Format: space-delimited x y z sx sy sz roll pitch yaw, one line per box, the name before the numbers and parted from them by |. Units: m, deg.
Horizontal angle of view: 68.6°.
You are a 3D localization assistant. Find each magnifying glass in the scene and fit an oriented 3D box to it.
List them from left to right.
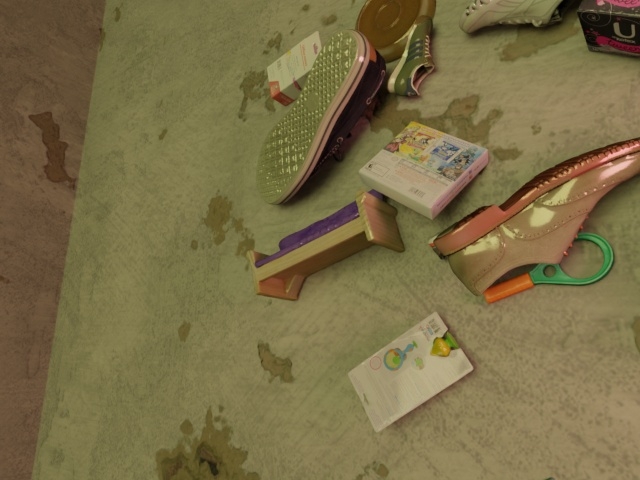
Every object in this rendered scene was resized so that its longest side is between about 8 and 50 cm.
magnifying glass | 0.411 0.060 0.860 0.231 0.026 0.092 -30 62 30

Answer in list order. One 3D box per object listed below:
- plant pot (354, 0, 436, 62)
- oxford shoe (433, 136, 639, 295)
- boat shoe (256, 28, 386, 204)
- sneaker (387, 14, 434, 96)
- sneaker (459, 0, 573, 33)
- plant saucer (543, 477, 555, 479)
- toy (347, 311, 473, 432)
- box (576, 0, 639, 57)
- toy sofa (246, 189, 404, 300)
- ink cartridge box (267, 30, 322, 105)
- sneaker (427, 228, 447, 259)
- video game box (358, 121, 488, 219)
plant pot | 0.179 -0.572 1.203 0.236 0.032 0.237 -12 71 36
oxford shoe | 0.408 -0.043 0.831 0.396 0.140 0.147 -31 88 16
boat shoe | -0.005 -0.285 1.202 0.187 0.156 0.500 54 123 29
sneaker | 0.237 -0.427 1.105 0.086 0.064 0.192 30 98 32
sneaker | 0.418 -0.481 0.949 0.292 0.110 0.118 -10 108 47
plant saucer | 0.335 0.481 0.815 0.192 0.018 0.067 -40 57 25
toy | 0.185 0.271 0.964 0.237 0.056 0.137 -41 53 17
box | 0.587 -0.395 0.764 0.247 0.142 0.163 32 98 39
toy sofa | 0.000 0.000 1.119 0.362 0.150 0.177 -27 64 30
ink cartridge box | -0.057 -0.490 1.345 0.198 0.067 0.115 -23 65 33
sneaker | 0.301 -0.008 0.957 0.157 0.061 0.065 -27 90 31
video game box | 0.217 -0.157 1.006 0.187 0.048 0.205 -45 50 -13
